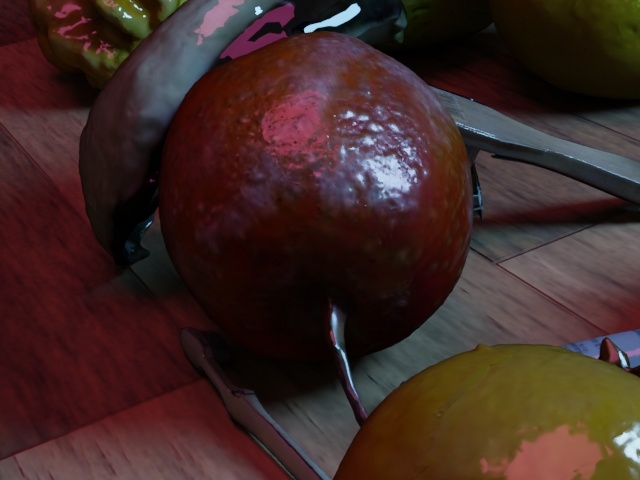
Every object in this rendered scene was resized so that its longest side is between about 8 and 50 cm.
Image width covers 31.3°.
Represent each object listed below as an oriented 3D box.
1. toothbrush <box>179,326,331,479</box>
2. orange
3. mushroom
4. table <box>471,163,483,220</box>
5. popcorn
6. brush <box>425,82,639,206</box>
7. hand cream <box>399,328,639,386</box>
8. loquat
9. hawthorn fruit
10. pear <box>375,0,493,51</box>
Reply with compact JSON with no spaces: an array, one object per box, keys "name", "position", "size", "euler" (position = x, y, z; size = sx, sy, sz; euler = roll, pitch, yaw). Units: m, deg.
[{"name":"toothbrush","position":[-0.036,0.125,0.762],"size":[0.028,0.026,0.294],"euler":[-3,23,-26]},{"name":"orange","position":[0.319,-0.280,1.218],"size":[0.279,0.235,0.279],"euler":[0,30,0]},{"name":"mushroom","position":[-0.081,-0.135,0.999],"size":[0.344,0.130,0.247],"euler":[-40,-3,0]},{"name":"table","position":[0.065,-0.054,1.029],"size":[0.146,0.062,0.175],"euler":[-6,40,4]},{"name":"popcorn","position":[-0.217,-0.319,1.429],"size":[0.297,0.281,0.316],"euler":[-48,23,-9]},{"name":"brush","position":[0.154,-0.070,0.957],"size":[0.327,0.065,0.070],"euler":[16,28,-14]},{"name":"hand cream","position":[0.176,0.091,0.752],"size":[0.255,0.048,0.079],"euler":[-13,22,-2]},{"name":"loquat","position":[0.098,0.144,0.506],"size":[0.208,0.208,0.208],"euler":[-6,27,3]},{"name":"hawthorn fruit","position":[-0.001,-0.031,0.807],"size":[0.231,0.235,0.263],"euler":[-48,11,-8]},{"name":"pear","position":[0.092,-0.410,1.392],"size":[0.391,0.391,0.391],"euler":[-6,27,3]}]
